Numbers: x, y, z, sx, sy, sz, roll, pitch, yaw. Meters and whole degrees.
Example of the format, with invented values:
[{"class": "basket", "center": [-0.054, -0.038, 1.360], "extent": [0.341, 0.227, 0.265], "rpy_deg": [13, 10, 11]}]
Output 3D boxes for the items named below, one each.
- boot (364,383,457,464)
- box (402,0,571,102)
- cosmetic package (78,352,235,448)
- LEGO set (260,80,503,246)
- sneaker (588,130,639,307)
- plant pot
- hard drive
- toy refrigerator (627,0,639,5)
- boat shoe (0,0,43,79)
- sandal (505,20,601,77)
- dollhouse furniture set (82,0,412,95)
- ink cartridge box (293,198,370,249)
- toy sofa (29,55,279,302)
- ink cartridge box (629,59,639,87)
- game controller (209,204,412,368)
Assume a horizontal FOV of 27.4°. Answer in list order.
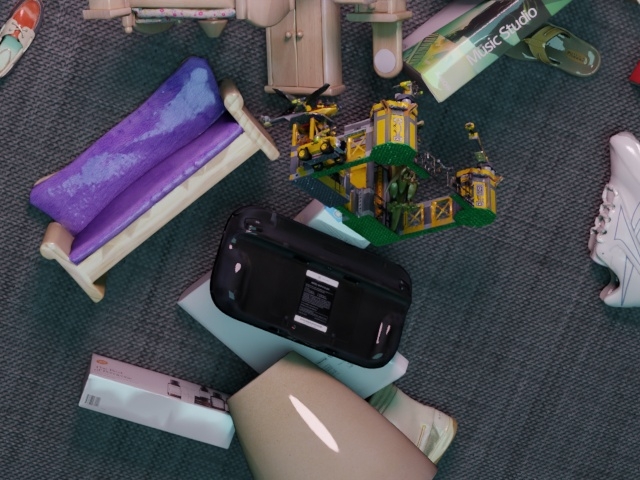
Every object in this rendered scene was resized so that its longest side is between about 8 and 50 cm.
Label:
[{"class": "boot", "center": [0.098, 0.337, 2.112], "extent": [0.165, 0.077, 0.213], "rpy_deg": [33, 93, -15]}, {"class": "box", "center": [0.257, -0.333, 1.871], "extent": [0.322, 0.232, 0.058], "rpy_deg": [-39, 108, 4]}, {"class": "cosmetic package", "center": [-0.249, 0.247, 2.035], "extent": [0.239, 0.099, 0.060], "rpy_deg": [18, 100, -12]}, {"class": "LEGO set", "center": [0.099, -0.141, 1.856], "extent": [0.255, 0.192, 0.331], "rpy_deg": [-20, 147, 39]}, {"class": "sneaker", "center": [0.480, -0.022, 2.051], "extent": [0.129, 0.111, 0.297], "rpy_deg": [-12, 105, 2]}, {"class": "plant pot", "center": [-0.007, 0.309, 1.968], "extent": [0.256, 0.256, 0.274], "rpy_deg": [-37, 87, 4]}, {"class": "hard drive", "center": [-0.043, 0.140, 2.013], "extent": [0.307, 0.040, 0.203], "rpy_deg": [43, 128, -15]}, {"class": "toy refrigerator", "center": [0.429, -0.485, 1.927], "extent": [0.102, 0.094, 0.269], "rpy_deg": [-36, 104, 7]}, {"class": "boat shoe", "center": [-0.441, -0.292, 1.895], "extent": [0.049, 0.043, 0.137], "rpy_deg": [31, 98, -12]}, {"class": "sandal", "center": [0.347, -0.292, 1.988], "extent": [0.180, 0.049, 0.072], "rpy_deg": [19, 102, -11]}, {"class": "dollhouse furniture set", "center": [-0.087, -0.262, 1.777], "extent": [0.303, 0.355, 0.173], "rpy_deg": [6, 107, 29]}, {"class": "ink cartridge box", "center": [0.000, 0.000, 2.002], "extent": [0.143, 0.090, 0.092], "rpy_deg": [-43, 106, 6]}, {"class": "toy sofa", "center": [-0.251, -0.095, 1.916], "extent": [0.362, 0.150, 0.177], "rpy_deg": [-38, 107, 4]}, {"class": "ink cartridge box", "center": [0.631, -0.307, 1.986], "extent": [0.197, 0.114, 0.272], "rpy_deg": [27, 99, -13]}, {"class": "game controller", "center": [-0.008, 0.070, 1.907], "extent": [0.319, 0.067, 0.166], "rpy_deg": [23, 80, -25]}]
